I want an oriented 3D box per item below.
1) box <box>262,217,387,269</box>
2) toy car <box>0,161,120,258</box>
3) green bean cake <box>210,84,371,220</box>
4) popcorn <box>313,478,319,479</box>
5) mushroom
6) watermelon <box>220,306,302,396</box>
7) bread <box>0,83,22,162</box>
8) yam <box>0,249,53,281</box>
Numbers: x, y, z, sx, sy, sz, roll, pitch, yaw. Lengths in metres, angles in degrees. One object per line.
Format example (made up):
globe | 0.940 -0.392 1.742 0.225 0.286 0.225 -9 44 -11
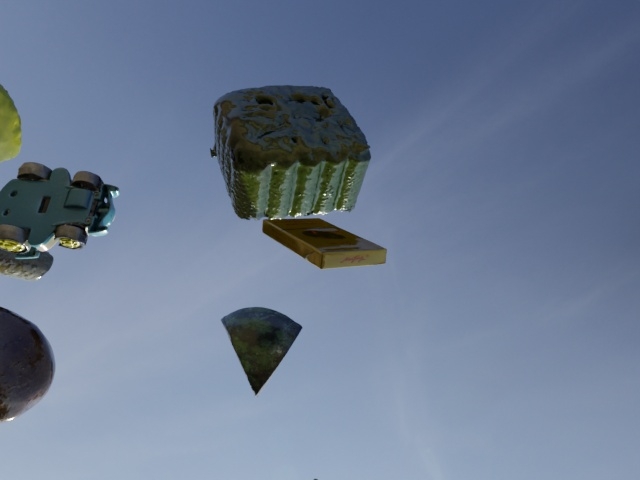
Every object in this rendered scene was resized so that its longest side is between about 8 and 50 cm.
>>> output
box | 0.000 0.000 0.642 0.155 0.087 0.023 28 -67 56
toy car | -0.356 -0.033 0.743 0.161 0.098 0.126 3 -117 -1
green bean cake | -0.060 -0.170 0.966 0.156 0.247 0.250 103 -26 -45
popcorn | -0.007 0.535 0.990 0.142 0.173 0.173 13 -77 9
mushroom | -0.306 0.111 0.484 0.127 0.127 0.087 41 -63 23
watermelon | -0.158 0.243 1.135 0.207 0.136 0.202 23 -78 33
bread | -0.280 -0.087 0.350 0.114 0.129 0.111 41 -24 36
yam | -0.766 0.031 1.248 0.093 0.259 0.093 -13 -114 31
